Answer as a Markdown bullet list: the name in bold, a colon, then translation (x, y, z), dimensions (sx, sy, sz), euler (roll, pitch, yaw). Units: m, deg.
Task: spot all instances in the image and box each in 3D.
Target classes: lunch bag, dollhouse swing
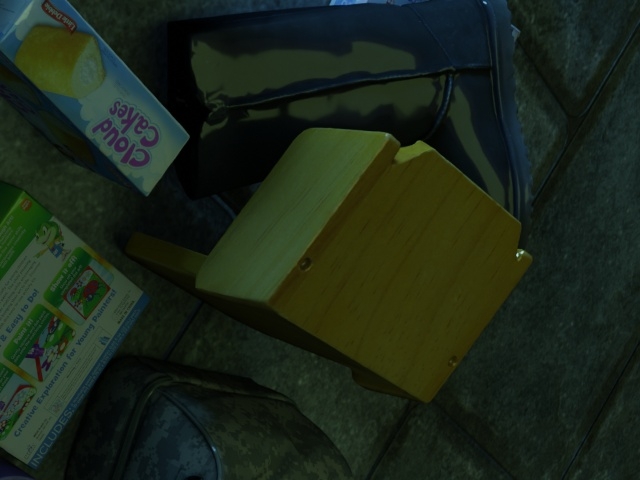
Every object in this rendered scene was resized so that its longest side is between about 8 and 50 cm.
- **lunch bag**: translation (-0.125, 0.287, 1.801), dimensions (0.305, 0.256, 0.213), euler (20, 91, -48)
- **dollhouse swing**: translation (0.000, 0.000, 1.744), dimensions (0.315, 0.305, 0.347), euler (-54, 137, 2)

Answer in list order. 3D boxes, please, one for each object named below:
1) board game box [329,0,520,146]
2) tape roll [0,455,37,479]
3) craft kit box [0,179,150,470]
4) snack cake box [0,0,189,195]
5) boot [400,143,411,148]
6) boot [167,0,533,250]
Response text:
- **board game box**: translation (0.109, -0.218, 1.987), dimensions (0.318, 0.066, 0.319), euler (30, 84, -47)
- **tape roll**: translation (-0.395, 0.345, 1.676), dimensions (0.189, 0.080, 0.189), euler (-21, 120, -40)
- **craft kit box**: translation (-0.344, 0.101, 1.653), dimensions (0.250, 0.061, 0.247), euler (-57, 139, -14)
- **snack cake box**: translation (-0.276, -0.171, 1.543), dimensions (0.089, 0.152, 0.264), euler (-56, 136, -14)
- **boot**: translation (0.083, -0.088, 1.936), dimensions (0.114, 0.037, 0.106), euler (-33, 115, -35)
- **boot**: translation (0.037, -0.111, 1.792), dimensions (0.445, 0.146, 0.367), euler (-12, 98, -30)
